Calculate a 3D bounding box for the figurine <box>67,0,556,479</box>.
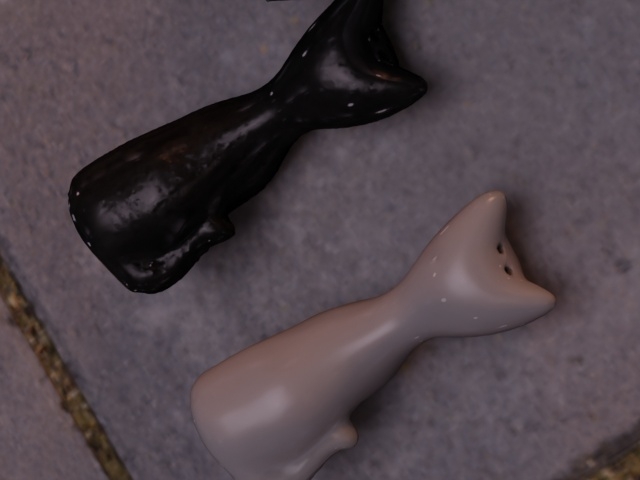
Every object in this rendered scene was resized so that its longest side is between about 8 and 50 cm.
[{"bbox_3d":[0.000,0.000,1.051,0.209,0.092,0.215,-35,81,23],"label":"figurine"}]
